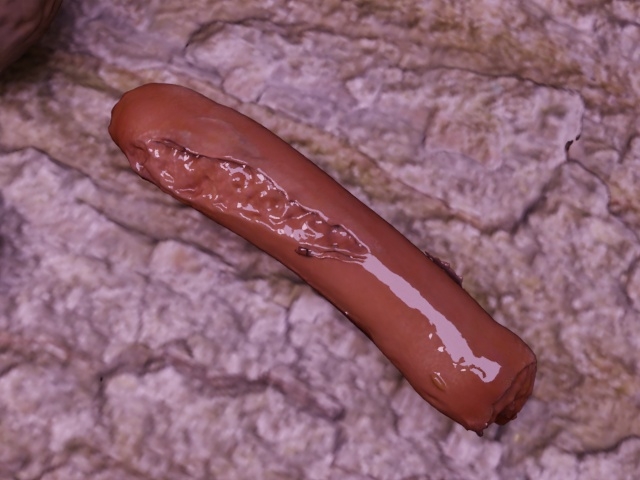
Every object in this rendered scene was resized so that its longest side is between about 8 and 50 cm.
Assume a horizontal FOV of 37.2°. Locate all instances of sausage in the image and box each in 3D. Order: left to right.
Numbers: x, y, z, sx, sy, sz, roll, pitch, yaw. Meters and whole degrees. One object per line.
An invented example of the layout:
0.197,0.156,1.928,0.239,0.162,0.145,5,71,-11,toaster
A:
-0.001,0.000,0.558,0.304,0.078,0.078,39,69,5,sausage

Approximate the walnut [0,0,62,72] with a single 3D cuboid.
-0.232,-0.196,0.544,0.178,0.178,0.231,-22,87,-16,walnut
